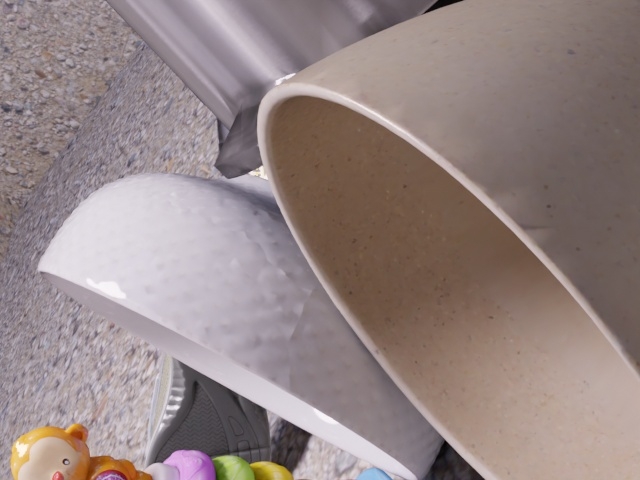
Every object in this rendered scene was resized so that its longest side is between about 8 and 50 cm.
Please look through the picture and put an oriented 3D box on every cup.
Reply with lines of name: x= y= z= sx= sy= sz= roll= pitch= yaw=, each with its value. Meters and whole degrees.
cup: x=0.161 y=-0.012 z=0.654 sx=0.237 sy=0.331 sz=0.331 roll=-38 pitch=16 yaw=-15

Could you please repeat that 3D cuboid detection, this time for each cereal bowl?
cereal bowl: x=-0.039 y=0.046 z=0.937 sx=0.141 sy=0.339 sz=0.339 roll=-62 pitch=21 yaw=-11

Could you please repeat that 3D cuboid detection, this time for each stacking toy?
stacking toy: x=-0.080 y=0.207 z=0.860 sx=0.175 sy=0.302 sz=0.166 roll=-58 pitch=21 yaw=4

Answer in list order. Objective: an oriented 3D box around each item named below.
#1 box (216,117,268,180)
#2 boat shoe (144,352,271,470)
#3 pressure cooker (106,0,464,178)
box: x=0.026 y=-0.176 z=1.127 sx=0.257 sy=0.079 sz=0.322 roll=-15 pitch=70 yaw=27
boat shoe: x=-0.106 y=0.151 z=1.168 sx=0.103 sy=0.118 sz=0.320 roll=-111 pitch=22 yaw=-81
pressure cooker: x=0.018 y=-0.243 z=0.858 sx=0.370 sy=0.420 sz=0.375 roll=-41 pitch=16 yaw=12
